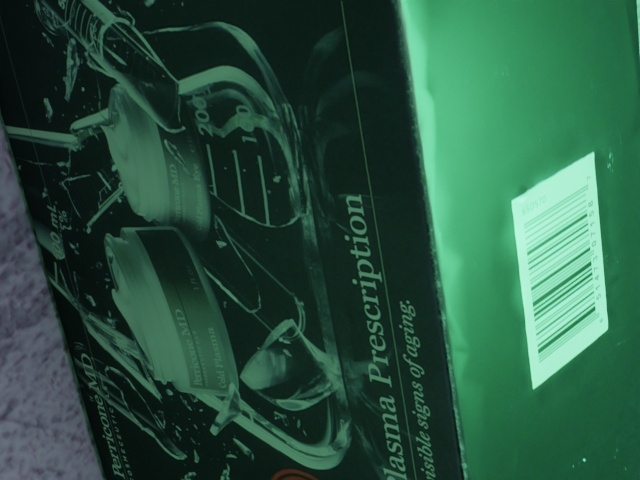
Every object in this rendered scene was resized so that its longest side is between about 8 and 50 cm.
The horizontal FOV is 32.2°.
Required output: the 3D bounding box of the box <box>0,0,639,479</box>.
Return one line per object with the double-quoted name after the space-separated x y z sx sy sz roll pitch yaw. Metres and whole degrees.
0.000 0.000 0.613 0.179 0.312 0.343 -28 117 -39 "box"
